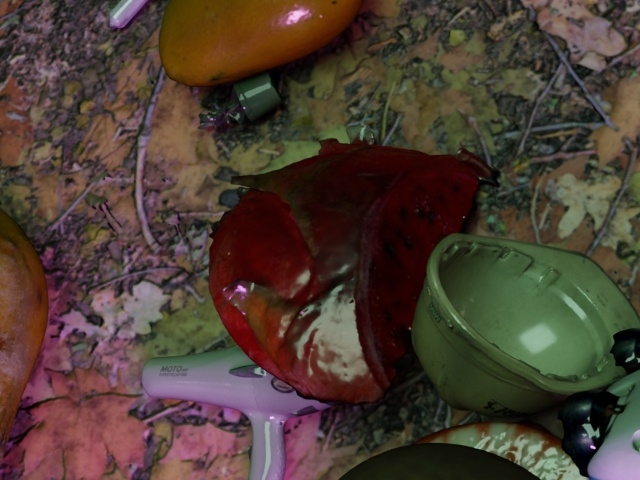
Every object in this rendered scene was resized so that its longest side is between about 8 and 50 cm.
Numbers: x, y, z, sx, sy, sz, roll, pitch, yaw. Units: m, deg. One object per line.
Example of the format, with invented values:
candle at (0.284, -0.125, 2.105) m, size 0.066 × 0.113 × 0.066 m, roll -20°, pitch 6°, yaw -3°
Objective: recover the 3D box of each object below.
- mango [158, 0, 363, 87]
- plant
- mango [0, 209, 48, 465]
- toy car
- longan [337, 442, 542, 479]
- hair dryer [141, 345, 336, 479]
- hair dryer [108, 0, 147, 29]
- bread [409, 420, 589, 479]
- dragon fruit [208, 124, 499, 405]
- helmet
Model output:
mango at (-0.068, -0.272, 2.108) m, size 0.255 × 0.139 × 0.175 m, roll -21°, pitch 43°, yaw 17°
plant at (-0.094, -0.150, 2.117) m, size 0.102 × 0.051 × 0.051 m, roll -27°, pitch 63°, yaw 8°
mango at (-0.399, 0.119, 2.067) m, size 0.177 × 0.176 × 0.329 m, roll 11°, pitch 92°, yaw 46°
toy car at (0.352, 0.181, 1.732) m, size 0.188 × 0.255 × 0.190 m, roll -12°, pitch 109°, yaw 34°
longan at (0.103, 0.294, 1.635) m, size 0.258 × 0.258 × 0.258 m, roll -7°, pitch 67°, yaw 17°
hair dryer at (-0.104, 0.212, 1.973) m, size 0.229 × 0.092 × 0.267 m, roll 17°, pitch 85°, yaw 30°
hair dryer at (-0.207, -0.305, 2.227) m, size 0.137 × 0.047 × 0.082 m, roll -49°, pitch 61°, yaw 5°
bread at (0.158, 0.336, 1.801) m, size 0.295 × 0.114 × 0.327 m, roll 34°, pitch 82°, yaw 28°
dragon fruit at (0.000, 0.000, 1.948) m, size 0.282 × 0.100 × 0.343 m, roll 8°, pitch 52°, yaw 24°
helmet at (0.183, 0.105, 1.870) m, size 0.137 × 0.258 × 0.204 m, roll -56°, pitch 43°, yaw 34°
